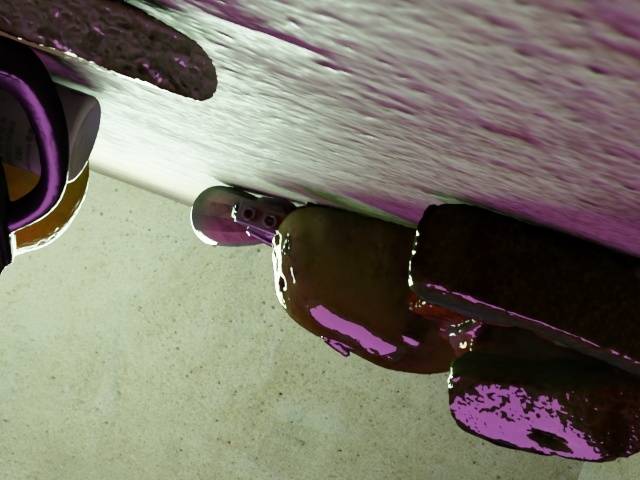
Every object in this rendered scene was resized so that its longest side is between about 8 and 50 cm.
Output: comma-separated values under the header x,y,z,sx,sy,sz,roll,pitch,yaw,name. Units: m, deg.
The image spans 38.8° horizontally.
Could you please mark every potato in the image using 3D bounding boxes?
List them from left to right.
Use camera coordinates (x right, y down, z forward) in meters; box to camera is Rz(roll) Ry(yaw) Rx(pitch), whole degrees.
x,y,z,sx,sy,sz,roll,pitch,yaw,name
0.072,0.075,0.934,0.271,0.111,0.160,17,136,-13,potato

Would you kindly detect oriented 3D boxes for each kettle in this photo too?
x,y,z,sx,sy,sz,roll,pitch,yaw,name
-0.288,-0.058,0.663,0.202,0.144,0.232,6,142,-8,kettle

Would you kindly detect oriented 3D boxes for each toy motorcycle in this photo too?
x,y,z,sx,sy,sz,roll,pitch,yaw,name
0.000,0.001,1.032,0.213,0.082,0.122,19,179,-3,toy motorcycle

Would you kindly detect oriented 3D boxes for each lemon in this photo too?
x,y,z,sx,sy,sz,roll,pitch,yaw,name
-0.317,-0.070,0.896,0.178,0.178,0.203,20,175,-7,lemon

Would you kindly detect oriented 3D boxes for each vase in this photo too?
x,y,z,sx,sy,sz,roll,pitch,yaw,name
-0.085,-0.025,1.219,0.086,0.086,0.214,22,173,-39,vase

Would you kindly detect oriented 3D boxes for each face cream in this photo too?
x,y,z,sx,sy,sz,roll,pitch,yaw,name
-0.325,-0.129,0.766,0.269,0.082,0.082,21,177,-1,face cream

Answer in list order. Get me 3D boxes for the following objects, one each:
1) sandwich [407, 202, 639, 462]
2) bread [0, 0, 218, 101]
x,y,z,sx,sy,sz,roll,pitch,yaw,name
0.156,0.082,0.730,0.250,0.162,0.301,24,174,-4,sandwich
-0.144,-0.108,0.379,0.193,0.036,0.112,17,-176,-38,bread
